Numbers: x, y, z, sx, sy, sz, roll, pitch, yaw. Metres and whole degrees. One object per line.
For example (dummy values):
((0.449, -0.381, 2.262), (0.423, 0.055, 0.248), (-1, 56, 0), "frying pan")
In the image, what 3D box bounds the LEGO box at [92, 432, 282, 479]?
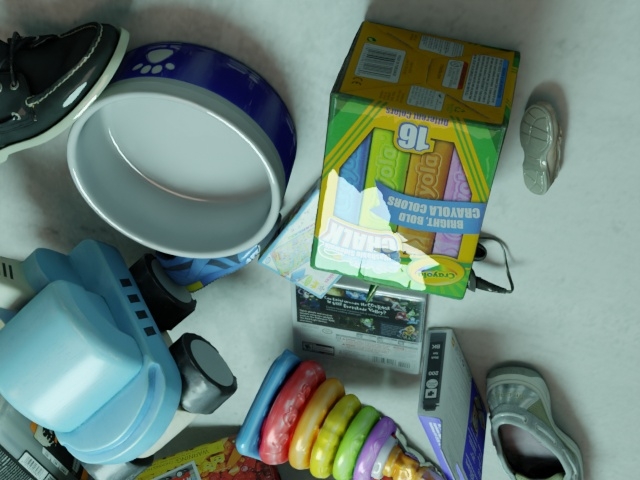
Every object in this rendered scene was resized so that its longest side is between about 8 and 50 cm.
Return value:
((-0.274, 0.564, 1.692), (0.500, 0.372, 0.193), (-18, 132, -2), "LEGO box")

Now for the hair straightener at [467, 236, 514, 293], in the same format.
((0.149, 0.007, 1.326), (0.230, 0.047, 0.089), (24, 116, -11), "hair straightener")

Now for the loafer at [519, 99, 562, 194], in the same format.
((0.253, -0.110, 1.203), (0.045, 0.039, 0.125), (32, 145, 35), "loafer")

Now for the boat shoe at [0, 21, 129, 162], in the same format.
((-0.360, -0.186, 1.251), (0.340, 0.127, 0.113), (-16, 138, 44), "boat shoe")

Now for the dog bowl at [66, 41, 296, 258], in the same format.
((-0.165, -0.105, 1.287), (0.265, 0.104, 0.265), (9, 137, 8), "dog bowl")

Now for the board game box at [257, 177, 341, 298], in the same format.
((0.000, 0.000, 1.384), (0.103, 0.026, 0.154), (31, 127, -14), "board game box")

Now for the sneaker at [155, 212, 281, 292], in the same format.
((-0.142, 0.001, 1.417), (0.209, 0.069, 0.082), (-28, 118, 38), "sneaker")

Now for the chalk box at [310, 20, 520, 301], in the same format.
((0.097, -0.060, 1.163), (0.179, 0.180, 0.289), (12, 128, 6), "chalk box")

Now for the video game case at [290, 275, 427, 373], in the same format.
((0.053, 0.116, 1.509), (0.190, 0.022, 0.173), (9, 137, 10), "video game case")

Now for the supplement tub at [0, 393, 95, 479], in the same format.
((-0.532, 0.396, 1.862), (0.193, 0.193, 0.316), (-12, 130, 28), "supplement tub")

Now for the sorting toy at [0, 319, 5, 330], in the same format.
((-0.419, 0.120, 1.643), (0.348, 0.047, 0.196), (-3, 139, 14), "sorting toy")

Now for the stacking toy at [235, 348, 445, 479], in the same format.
((0.047, 0.290, 1.518), (0.302, 0.166, 0.175), (23, 170, 17), "stacking toy")

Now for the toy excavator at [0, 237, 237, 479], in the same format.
((-0.370, 0.079, 1.363), (0.222, 0.433, 0.445), (-40, 150, 13), "toy excavator")

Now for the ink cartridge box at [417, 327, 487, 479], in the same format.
((0.186, 0.266, 1.484), (0.045, 0.208, 0.206), (-9, 131, 20), "ink cartridge box")

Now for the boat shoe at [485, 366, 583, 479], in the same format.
((0.315, 0.320, 1.575), (0.118, 0.103, 0.320), (-5, 133, 22), "boat shoe")

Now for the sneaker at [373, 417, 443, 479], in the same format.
((0.100, 0.373, 1.689), (0.279, 0.118, 0.107), (39, 133, -22), "sneaker")
